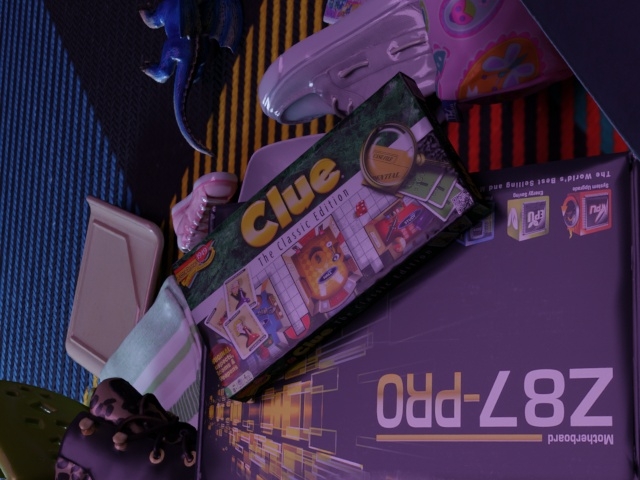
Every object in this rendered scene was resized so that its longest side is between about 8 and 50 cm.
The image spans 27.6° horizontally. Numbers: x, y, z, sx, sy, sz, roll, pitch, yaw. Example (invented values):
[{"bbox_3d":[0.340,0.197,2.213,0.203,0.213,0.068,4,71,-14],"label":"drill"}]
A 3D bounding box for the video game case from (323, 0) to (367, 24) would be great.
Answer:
[{"bbox_3d":[0.065,-0.279,1.311,0.157,0.019,0.143,28,107,55],"label":"video game case"}]

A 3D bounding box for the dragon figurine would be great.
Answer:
[{"bbox_3d":[-0.150,-0.257,1.572,0.144,0.085,0.289,-35,54,49],"label":"dragon figurine"}]

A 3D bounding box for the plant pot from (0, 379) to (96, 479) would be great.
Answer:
[{"bbox_3d":[-0.307,0.301,1.490,0.227,0.207,0.228,38,119,50],"label":"plant pot"}]

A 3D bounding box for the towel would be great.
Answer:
[{"bbox_3d":[-0.170,0.237,1.506,0.248,0.038,0.325,-50,51,41],"label":"towel"}]

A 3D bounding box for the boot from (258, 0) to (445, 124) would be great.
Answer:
[{"bbox_3d":[0.037,-0.138,1.236,0.258,0.095,0.123,-31,66,47],"label":"boot"}]

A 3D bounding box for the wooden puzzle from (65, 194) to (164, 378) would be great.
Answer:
[{"bbox_3d":[-0.268,0.074,1.724,0.221,0.044,0.239,21,105,56],"label":"wooden puzzle"}]

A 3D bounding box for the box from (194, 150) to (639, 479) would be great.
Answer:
[{"bbox_3d":[0.081,0.113,1.012,0.394,0.097,0.318,-5,79,34],"label":"box"}]

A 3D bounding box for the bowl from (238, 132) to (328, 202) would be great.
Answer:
[{"bbox_3d":[-0.016,-0.026,1.258,0.142,0.053,0.142,-7,65,43],"label":"bowl"}]

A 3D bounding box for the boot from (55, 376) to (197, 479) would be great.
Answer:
[{"bbox_3d":[-0.104,0.202,1.260,0.284,0.138,0.378,21,110,27],"label":"boot"}]

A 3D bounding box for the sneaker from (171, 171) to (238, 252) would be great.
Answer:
[{"bbox_3d":[-0.132,-0.027,1.527,0.134,0.051,0.070,-37,55,51],"label":"sneaker"}]

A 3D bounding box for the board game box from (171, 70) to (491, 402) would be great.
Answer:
[{"bbox_3d":[0.000,0.000,1.021,0.259,0.030,0.136,-40,56,21],"label":"board game box"}]

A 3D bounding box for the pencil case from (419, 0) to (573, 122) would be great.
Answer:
[{"bbox_3d":[0.116,-0.246,1.055,0.124,0.124,0.284,0,107,57],"label":"pencil case"}]

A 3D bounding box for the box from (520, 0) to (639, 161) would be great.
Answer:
[{"bbox_3d":[0.270,-0.154,0.715,0.183,0.294,0.296,-58,40,32],"label":"box"}]

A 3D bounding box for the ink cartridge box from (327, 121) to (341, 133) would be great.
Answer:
[{"bbox_3d":[0.039,-0.030,1.284,0.224,0.056,0.181,-42,47,20],"label":"ink cartridge box"}]
